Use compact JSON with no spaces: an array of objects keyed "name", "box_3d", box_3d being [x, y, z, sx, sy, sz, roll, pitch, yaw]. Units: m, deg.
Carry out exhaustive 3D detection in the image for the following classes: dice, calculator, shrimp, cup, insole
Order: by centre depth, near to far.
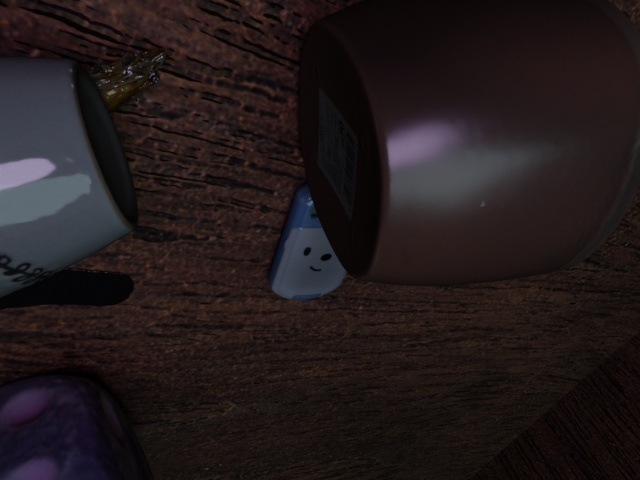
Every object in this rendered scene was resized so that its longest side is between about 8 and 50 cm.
[{"name":"cup","box_3d":[-0.273,-0.028,0.386,0.234,0.186,0.258,-16,168,-11]},{"name":"shrimp","box_3d":[-0.224,-0.144,0.407,0.178,0.034,0.124,-28,137,9]},{"name":"insole","box_3d":[-0.331,0.052,0.551,0.232,0.003,0.080,4,127,-34]},{"name":"dice","box_3d":[-0.354,0.354,0.592,0.270,0.271,0.270,-24,127,-17]},{"name":"calculator","box_3d":[0.000,0.000,0.675,0.121,0.039,0.210,-2,129,-32]}]

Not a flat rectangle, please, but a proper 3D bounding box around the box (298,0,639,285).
[{"name":"box","box_3d":[0.111,-0.095,0.470,0.217,0.300,0.300,-12,135,-15]}]
